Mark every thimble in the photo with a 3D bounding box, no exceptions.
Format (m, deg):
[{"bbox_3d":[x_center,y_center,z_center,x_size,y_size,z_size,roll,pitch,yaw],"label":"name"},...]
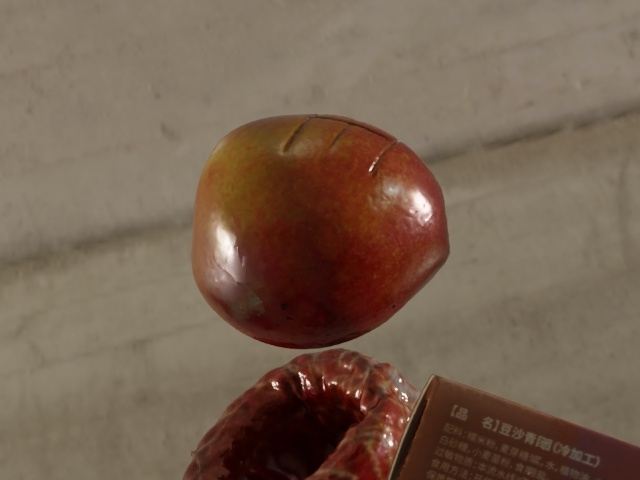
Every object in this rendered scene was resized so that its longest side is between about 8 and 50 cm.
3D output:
[{"bbox_3d":[0.004,0.321,2.087,0.350,0.350,0.230,-29,-59,17],"label":"thimble"}]

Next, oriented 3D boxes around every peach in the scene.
[{"bbox_3d":[0.000,0.000,1.697,0.275,0.245,0.248,6,-27,23],"label":"peach"}]

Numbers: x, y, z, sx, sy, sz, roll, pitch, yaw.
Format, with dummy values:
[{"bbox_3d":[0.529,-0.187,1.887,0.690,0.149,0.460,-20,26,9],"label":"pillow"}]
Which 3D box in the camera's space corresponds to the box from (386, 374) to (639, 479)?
[{"bbox_3d":[0.253,0.268,1.300,0.385,0.122,0.344,19,-17,12],"label":"box"}]
